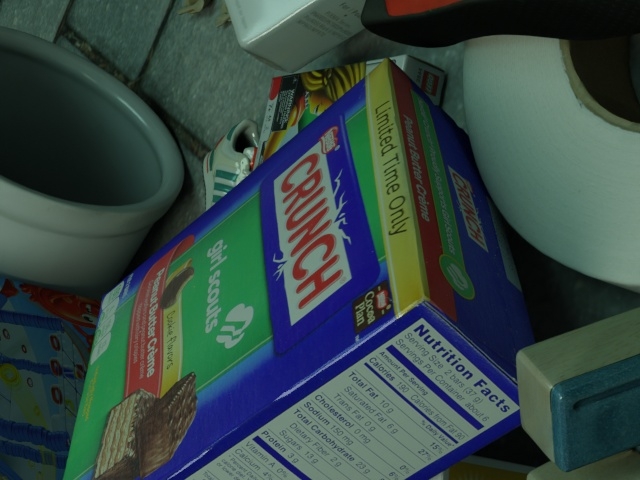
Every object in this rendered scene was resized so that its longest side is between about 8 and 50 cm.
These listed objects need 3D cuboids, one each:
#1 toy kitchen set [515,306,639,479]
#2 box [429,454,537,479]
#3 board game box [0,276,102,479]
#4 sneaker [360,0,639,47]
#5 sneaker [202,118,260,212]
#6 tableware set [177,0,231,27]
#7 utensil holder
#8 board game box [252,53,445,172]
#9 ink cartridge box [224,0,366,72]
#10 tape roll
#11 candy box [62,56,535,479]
[{"bbox_3d":[0.196,0.159,0.553,0.166,0.122,0.207,-128,23,-56],"label":"toy kitchen set"},{"bbox_3d":[0.050,0.203,0.759,0.203,0.114,0.103,-15,64,49],"label":"box"},{"bbox_3d":[-0.254,0.169,1.023,0.086,0.302,0.308,-54,40,24],"label":"board game box"},{"bbox_3d":[0.128,-0.208,0.720,0.270,0.090,0.145,11,88,57],"label":"sneaker"},{"bbox_3d":[-0.073,-0.050,1.078,0.075,0.057,0.161,-51,38,37],"label":"sneaker"},{"bbox_3d":[-0.107,-0.323,1.269,0.141,0.020,0.168,10,85,55],"label":"tableware set"},{"bbox_3d":[-0.385,0.004,1.256,0.385,0.327,0.327,-56,39,26],"label":"utensil holder"},{"bbox_3d":[0.000,0.000,0.962,0.193,0.053,0.305,1,77,53],"label":"board game box"},{"bbox_3d":[0.057,-0.371,0.948,0.385,0.091,0.308,-27,69,24],"label":"ink cartridge box"},{"bbox_3d":[0.246,-0.152,0.675,0.392,0.072,0.392,-24,58,46],"label":"tape roll"},{"bbox_3d":[-0.024,0.067,0.759,0.317,0.122,0.268,-36,30,23],"label":"candy box"}]
